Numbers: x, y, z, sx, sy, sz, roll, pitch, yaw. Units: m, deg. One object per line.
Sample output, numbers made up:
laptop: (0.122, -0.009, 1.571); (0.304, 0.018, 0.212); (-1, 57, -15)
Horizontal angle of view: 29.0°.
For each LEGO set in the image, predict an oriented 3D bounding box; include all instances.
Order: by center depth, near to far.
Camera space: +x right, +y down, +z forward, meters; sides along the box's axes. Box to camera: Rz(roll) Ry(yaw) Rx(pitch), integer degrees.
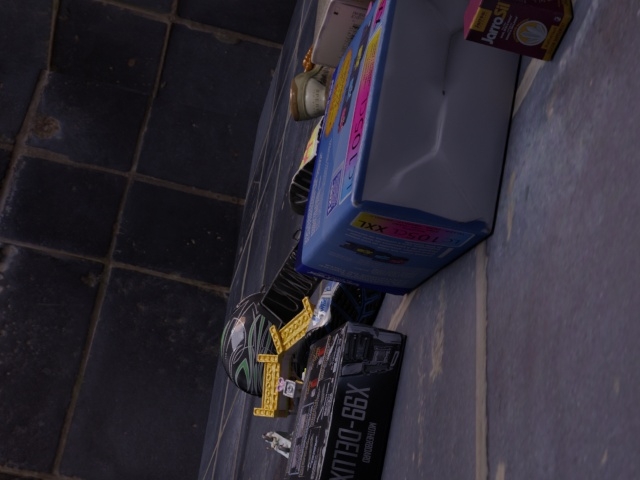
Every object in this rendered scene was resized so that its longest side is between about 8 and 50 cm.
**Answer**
LEGO set: (-0.009, 0.181, 1.855); (0.132, 0.107, 0.287); (30, 105, 45)

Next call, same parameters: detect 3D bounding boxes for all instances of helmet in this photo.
helmet: (-0.090, 0.177, 2.072); (0.161, 0.169, 0.169); (76, -156, -72)

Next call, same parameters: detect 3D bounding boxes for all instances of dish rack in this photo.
dish rack: (0.000, 0.000, 1.868); (0.208, 0.074, 0.271); (-57, -1, -40)

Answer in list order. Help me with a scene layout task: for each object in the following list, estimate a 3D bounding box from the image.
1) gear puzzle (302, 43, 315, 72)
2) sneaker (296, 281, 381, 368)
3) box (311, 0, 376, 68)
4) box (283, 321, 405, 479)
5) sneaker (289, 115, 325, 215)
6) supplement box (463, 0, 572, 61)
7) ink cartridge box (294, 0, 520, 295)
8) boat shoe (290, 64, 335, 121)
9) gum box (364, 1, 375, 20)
gear puzzle: (0.031, -0.426, 2.322); (0.339, 0.044, 0.175); (-63, 0, -32)
sneaker: (0.031, 0.103, 1.690); (0.211, 0.080, 0.081); (-58, 11, 37)
box: (0.068, -0.441, 2.120); (0.148, 0.121, 0.311); (112, 169, -49)
box: (0.012, 0.268, 1.508); (0.242, 0.077, 0.307); (132, 151, -74)
sneaker: (0.003, -0.143, 2.268); (0.094, 0.081, 0.208); (-117, 52, -79)
supplement box: (0.177, -0.203, 1.114); (0.055, 0.083, 0.043); (110, 170, -45)
ink cartridge box: (0.083, -0.098, 1.385); (0.395, 0.151, 0.270); (126, 156, -74)
boat shoe: (0.032, -0.272, 2.166); (0.285, 0.089, 0.104); (-53, -39, -58)
gum box: (0.081, -0.266, 1.952); (0.107, 0.062, 0.188); (-87, 13, -55)
